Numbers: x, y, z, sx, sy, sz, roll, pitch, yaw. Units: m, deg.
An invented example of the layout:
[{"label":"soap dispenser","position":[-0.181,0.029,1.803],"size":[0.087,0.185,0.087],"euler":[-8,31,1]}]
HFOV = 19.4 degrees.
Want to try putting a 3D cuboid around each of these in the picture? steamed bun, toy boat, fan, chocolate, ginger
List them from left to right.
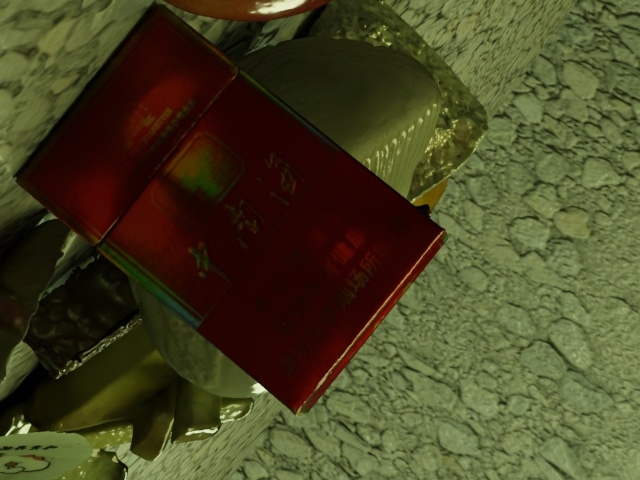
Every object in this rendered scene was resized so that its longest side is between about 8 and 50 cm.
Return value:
[{"label":"toy boat","position":[-0.314,0.133,1.644],"size":[0.293,0.111,0.276],"euler":[-60,-169,19]},{"label":"fan","position":[-0.366,0.261,2.016],"size":[0.190,0.009,0.329],"euler":[1,154,-32]},{"label":"ginger","position":[-0.207,0.193,2.159],"size":[0.358,0.211,0.413],"euler":[-47,171,-16]},{"label":"chocolate","position":[-0.178,0.036,1.944],"size":[0.329,0.102,0.065],"euler":[-36,160,-36]},{"label":"steamed bun","position":[-0.062,-0.049,1.854],"size":[0.383,0.236,0.247],"euler":[-53,164,-34]},{"label":"steamed bun","position":[0.062,-0.140,2.091],"size":[0.170,0.225,0.200],"euler":[-44,170,-37]}]

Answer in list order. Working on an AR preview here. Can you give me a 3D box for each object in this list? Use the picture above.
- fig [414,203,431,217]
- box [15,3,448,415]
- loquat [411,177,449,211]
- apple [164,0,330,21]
[{"label":"fig","position":[0.000,0.000,2.256],"size":[0.274,0.170,0.145],"euler":[-20,152,5]},{"label":"box","position":[-0.073,-0.026,1.588],"size":[0.197,0.313,0.089],"euler":[-51,171,1]},{"label":"loquat","position":[0.063,-0.100,2.369],"size":[0.208,0.208,0.208],"euler":[-50,171,-11]},{"label":"apple","position":[-0.036,-0.266,1.097],"size":[0.242,0.242,0.241],"euler":[-44,167,-37]}]
